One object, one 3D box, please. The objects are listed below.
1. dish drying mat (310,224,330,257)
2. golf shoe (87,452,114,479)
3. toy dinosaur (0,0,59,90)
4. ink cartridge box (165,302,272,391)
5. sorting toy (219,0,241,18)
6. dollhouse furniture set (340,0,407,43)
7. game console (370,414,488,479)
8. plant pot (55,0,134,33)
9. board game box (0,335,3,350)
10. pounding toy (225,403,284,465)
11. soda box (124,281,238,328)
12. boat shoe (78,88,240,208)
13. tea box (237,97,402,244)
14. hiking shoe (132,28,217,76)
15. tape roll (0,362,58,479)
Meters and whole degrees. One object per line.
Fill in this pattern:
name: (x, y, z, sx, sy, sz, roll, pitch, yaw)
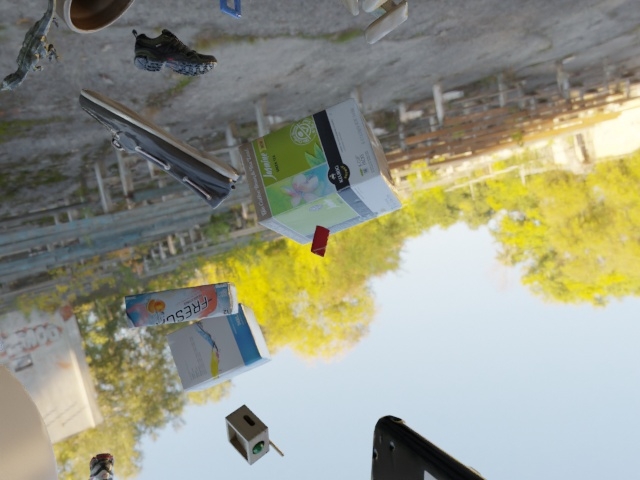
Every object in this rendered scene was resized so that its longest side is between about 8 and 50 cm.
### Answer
dish drying mat: (0.000, 0.000, 1.124, 0.032, 0.008, 0.083, 21, -138, -6)
golf shoe: (-0.535, 0.605, 1.326, 0.067, 0.186, 0.086, 1, -149, -22)
toy dinosaur: (-0.601, -0.432, 1.177, 0.064, 0.268, 0.118, 29, -159, -13)
ink cartridge box: (-0.333, 0.359, 1.827, 0.269, 0.197, 0.198, -23, 165, -2)
sorting toy: (-0.213, -0.727, 1.352, 0.047, 0.348, 0.196, -7, 159, 37)
dollhouse furniture set: (0.017, -0.744, 1.444, 0.256, 0.362, 0.394, -36, 161, -3)
game console: (0.148, 0.403, 0.567, 0.060, 0.342, 0.386, 4, 179, -20)
plant pot: (-0.622, -0.709, 1.404, 0.263, 0.229, 0.263, -45, -179, 1)
board game box: (-0.822, 0.162, 1.105, 0.065, 0.319, 0.318, 18, -153, 21)
pounding toy: (-0.186, 0.557, 1.559, 0.100, 0.130, 0.141, -28, -136, -35)
soda box: (-0.239, 0.112, 0.955, 0.183, 0.058, 0.063, -9, 174, 2)
boat shoe: (-0.316, -0.168, 1.064, 0.335, 0.096, 0.112, 28, -170, -26)
tea box: (0.011, -0.161, 1.449, 0.323, 0.220, 0.329, -21, 164, 12)
hiking shoe: (-0.386, -0.513, 1.475, 0.226, 0.114, 0.086, -4, 174, -33)
tape roll: (-0.411, 0.253, 0.561, 0.286, 0.287, 0.100, -11, 178, 20)
